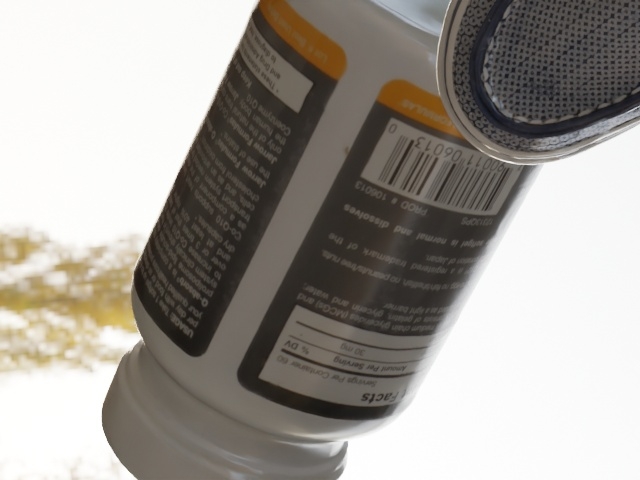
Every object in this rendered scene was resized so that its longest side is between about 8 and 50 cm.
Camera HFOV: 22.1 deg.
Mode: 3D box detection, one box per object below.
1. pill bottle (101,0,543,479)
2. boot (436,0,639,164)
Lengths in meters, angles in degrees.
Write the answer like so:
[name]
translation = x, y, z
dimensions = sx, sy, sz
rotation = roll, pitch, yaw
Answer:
[pill bottle]
translation = 0.000, 0.000, 0.827
dimensions = 0.278, 0.162, 0.162
rotation = -63, -145, 23
[boot]
translation = 0.098, -0.082, 0.366
dimensions = 0.190, 0.069, 0.086
rotation = -44, -174, 17
